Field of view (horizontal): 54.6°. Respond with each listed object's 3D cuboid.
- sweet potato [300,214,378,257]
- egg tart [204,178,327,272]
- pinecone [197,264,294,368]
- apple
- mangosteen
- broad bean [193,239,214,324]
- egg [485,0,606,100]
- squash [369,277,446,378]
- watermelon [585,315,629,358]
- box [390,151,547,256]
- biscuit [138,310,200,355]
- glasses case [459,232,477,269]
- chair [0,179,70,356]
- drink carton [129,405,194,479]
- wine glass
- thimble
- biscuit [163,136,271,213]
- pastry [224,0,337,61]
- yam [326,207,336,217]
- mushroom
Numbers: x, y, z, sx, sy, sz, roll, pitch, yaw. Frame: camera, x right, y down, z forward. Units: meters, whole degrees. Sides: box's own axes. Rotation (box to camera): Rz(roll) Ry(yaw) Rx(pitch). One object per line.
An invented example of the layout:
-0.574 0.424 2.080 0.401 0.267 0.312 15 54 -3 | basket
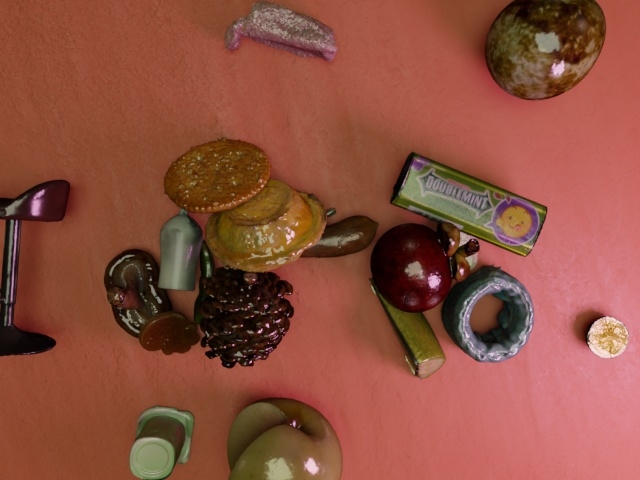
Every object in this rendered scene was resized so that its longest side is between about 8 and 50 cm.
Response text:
-0.001 0.001 1.499 0.291 0.097 0.097 -10 96 -6 | sweet potato
-0.128 -0.049 1.417 0.288 0.288 0.118 -8 133 0 | egg tart
-0.178 0.175 1.457 0.224 0.224 0.273 7 127 -2 | pinecone
-0.095 0.520 1.456 0.292 0.292 0.254 21 105 -3 | apple
0.243 0.049 1.441 0.257 0.215 0.215 -28 96 19 | mangosteen
-0.290 0.098 1.532 0.069 0.039 0.227 1 92 32 | broad bean
0.513 -0.449 1.399 0.289 0.238 0.238 -33 95 -7 | egg
0.220 0.208 1.564 0.093 0.169 0.252 -26 62 -2 | squash
0.712 0.241 1.555 0.105 0.062 0.105 0 88 0 | watermelon
0.343 -0.084 1.449 0.345 0.097 0.134 22 92 -3 | box
-0.364 0.226 1.496 0.124 0.175 0.026 -40 54 2 | biscuit
0.342 -0.021 1.529 0.083 0.050 0.196 -5 95 1 | glasses case
-0.711 0.046 1.431 0.226 0.226 0.401 8 94 -2 | chair
-0.399 0.503 1.518 0.144 0.142 0.146 8 97 -1 | drink carton
-0.331 0.003 1.477 0.103 0.103 0.231 4 89 -2 | wine glass
0.405 0.174 1.504 0.198 0.143 0.235 9 93 -3 | thimble
-0.239 -0.155 1.430 0.254 0.254 0.035 -10 137 0 | biscuit
-0.089 -0.492 1.452 0.265 0.103 0.112 6 88 -4 | pastry
-0.013 -0.048 1.533 0.116 0.021 0.021 -28 95 0 | yam
-0.442 0.141 1.443 0.148 0.217 0.227 -25 96 1 | mushroom
